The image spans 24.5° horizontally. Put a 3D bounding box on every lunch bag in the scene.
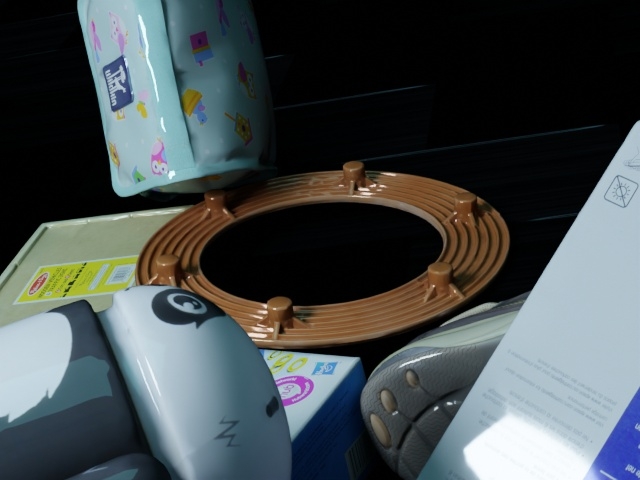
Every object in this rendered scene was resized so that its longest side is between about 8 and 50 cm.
[{"bbox_3d":[-0.139,-0.155,1.440,0.160,0.223,0.262,-11,0,7],"label":"lunch bag"}]

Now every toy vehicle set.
[{"bbox_3d":[-0.223,0.048,1.362,0.166,0.035,0.267,-6,25,15],"label":"toy vehicle set"}]

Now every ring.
[{"bbox_3d":[0.000,0.000,1.316,0.337,0.032,0.336,-4,26,2],"label":"ring"}]

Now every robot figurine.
[{"bbox_3d":[-0.153,0.126,0.785,0.278,0.173,0.209,-19,48,-12],"label":"robot figurine"}]

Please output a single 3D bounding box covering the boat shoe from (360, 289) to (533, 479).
[{"bbox_3d":[0.200,0.064,0.978,0.355,0.132,0.130,-12,18,19],"label":"boat shoe"}]

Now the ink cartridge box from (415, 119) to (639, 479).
[{"bbox_3d":[0.169,0.107,0.836,0.165,0.065,0.332,31,86,36],"label":"ink cartridge box"}]

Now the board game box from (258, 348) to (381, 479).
[{"bbox_3d":[-0.161,0.181,0.988,0.302,0.086,0.308,2,29,30],"label":"board game box"}]
